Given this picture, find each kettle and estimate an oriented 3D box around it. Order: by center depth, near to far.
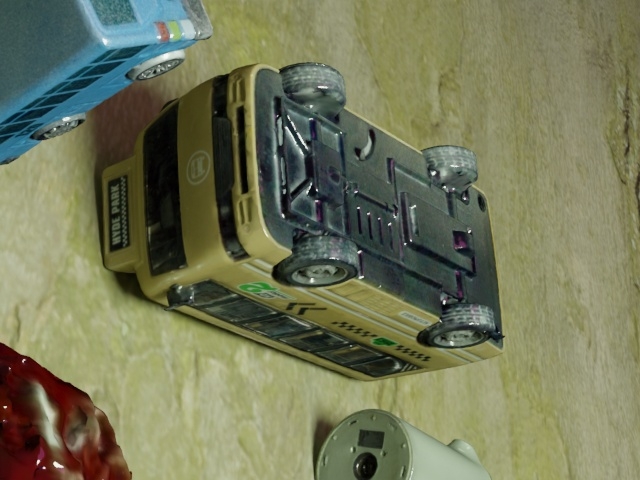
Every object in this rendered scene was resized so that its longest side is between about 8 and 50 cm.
[{"bbox_3d":[0.079,0.221,1.528,0.148,0.098,0.127,31,37,-48],"label":"kettle"}]

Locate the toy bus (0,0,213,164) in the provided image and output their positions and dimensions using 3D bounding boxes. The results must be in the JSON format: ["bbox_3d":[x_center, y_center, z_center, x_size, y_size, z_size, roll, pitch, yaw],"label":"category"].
[{"bbox_3d":[-0.203,-0.135,1.230,0.133,0.234,0.116,-18,83,-52],"label":"toy bus"}]

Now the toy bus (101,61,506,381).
[{"bbox_3d":[0.000,0.000,1.472,0.365,0.202,0.177,27,53,-50],"label":"toy bus"}]

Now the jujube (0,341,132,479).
[{"bbox_3d":[-0.211,0.218,0.948,0.258,0.258,0.376,44,40,-31],"label":"jujube"}]
